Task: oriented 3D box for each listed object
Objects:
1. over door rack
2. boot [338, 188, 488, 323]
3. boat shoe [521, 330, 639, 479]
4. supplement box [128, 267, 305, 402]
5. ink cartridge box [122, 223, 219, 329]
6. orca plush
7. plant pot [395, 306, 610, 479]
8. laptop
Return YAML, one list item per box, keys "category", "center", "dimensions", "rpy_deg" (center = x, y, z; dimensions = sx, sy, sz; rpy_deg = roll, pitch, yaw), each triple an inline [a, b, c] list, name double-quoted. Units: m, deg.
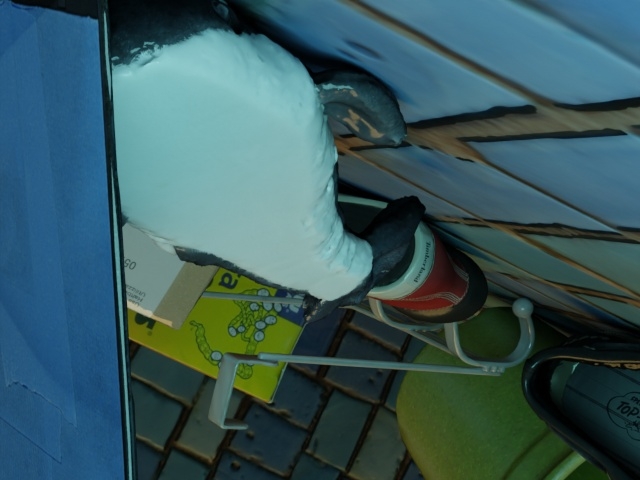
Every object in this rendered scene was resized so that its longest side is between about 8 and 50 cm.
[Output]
- category: "over door rack"
  center: [-0.008, 0.054, 1.263]
  dimensions: [0.324, 0.108, 0.239]
  rpy_deg: [-7, -163, -35]
- category: "boot"
  center: [0.000, 0.000, 1.109]
  dimensions: [0.244, 0.088, 0.176]
  rpy_deg: [20, 177, 28]
- category: "boat shoe"
  center: [0.276, 0.150, 1.014]
  dimensions: [0.113, 0.127, 0.340]
  rpy_deg: [12, -163, -45]
- category: "supplement box"
  center: [-0.150, 0.021, 1.611]
  dimensions: [0.195, 0.194, 0.356]
  rpy_deg: [27, 176, -22]
- category: "ink cartridge box"
  center: [-0.196, -0.049, 1.189]
  dimensions: [0.234, 0.088, 0.193]
  rpy_deg: [27, -158, -16]
- category: "orca plush"
  center: [-0.032, -0.058, 0.650]
  dimensions: [0.151, 0.102, 0.287]
  rpy_deg: [-27, 154, 25]
- category: "plant pot"
  center: [0.204, 0.199, 1.332]
  dimensions: [0.276, 0.276, 0.254]
  rpy_deg: [28, -169, -39]
- category: "laptop"
  center: [-0.260, -0.065, 0.564]
  dimensions: [0.408, 0.236, 0.382]
  rpy_deg: [30, 174, -40]
